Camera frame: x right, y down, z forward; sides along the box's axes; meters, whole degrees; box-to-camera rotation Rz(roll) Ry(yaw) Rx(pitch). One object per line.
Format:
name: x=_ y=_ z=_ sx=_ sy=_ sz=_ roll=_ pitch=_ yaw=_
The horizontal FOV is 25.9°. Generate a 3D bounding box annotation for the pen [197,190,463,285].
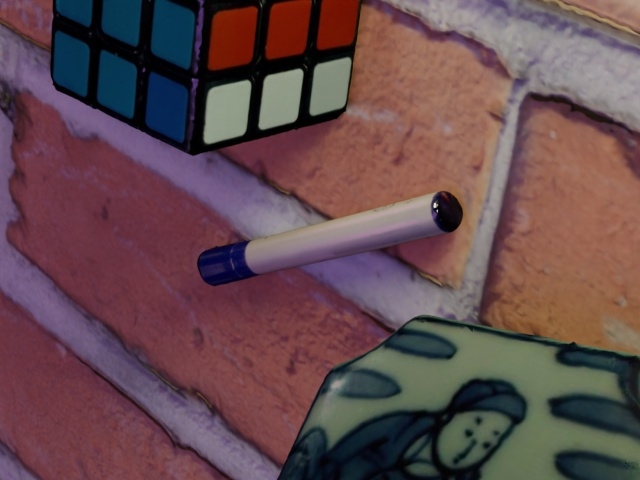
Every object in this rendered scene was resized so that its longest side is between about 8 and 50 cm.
pen: x=0.000 y=0.001 z=1.034 sx=0.269 sy=0.033 sz=0.033 roll=-14 pitch=92 yaw=47

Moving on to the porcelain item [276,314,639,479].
porcelain item: x=0.096 y=0.196 z=0.807 sx=0.281 sy=0.157 sz=0.285 roll=11 pitch=68 yaw=44

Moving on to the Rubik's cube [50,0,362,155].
Rubik's cube: x=-0.077 y=-0.169 z=0.966 sx=0.162 sy=0.163 sz=0.160 roll=25 pitch=120 yaw=35
